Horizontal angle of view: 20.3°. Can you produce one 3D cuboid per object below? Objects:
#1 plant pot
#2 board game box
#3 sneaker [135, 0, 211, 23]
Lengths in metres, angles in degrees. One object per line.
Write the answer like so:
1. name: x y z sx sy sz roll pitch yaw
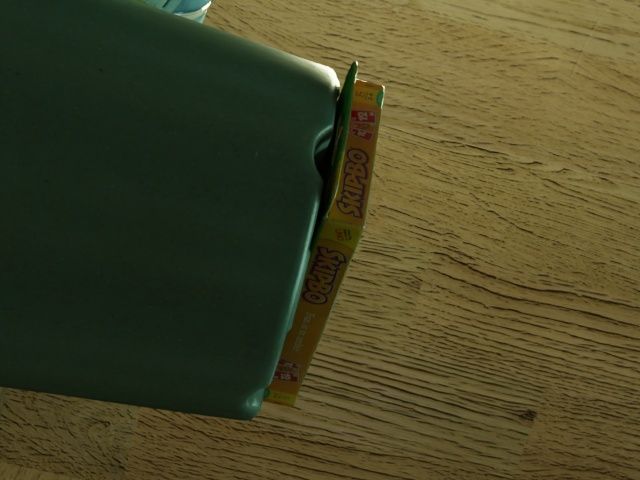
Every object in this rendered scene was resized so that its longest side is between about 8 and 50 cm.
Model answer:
1. plant pot: -0.177 -0.033 1.221 0.341 0.334 0.341 -166 -90 -84
2. board game box: 0.000 0.000 1.252 0.259 0.039 0.124 106 -6 -54
3. sneaker: -0.202 -0.197 1.459 0.319 0.127 0.208 -32 166 -43
